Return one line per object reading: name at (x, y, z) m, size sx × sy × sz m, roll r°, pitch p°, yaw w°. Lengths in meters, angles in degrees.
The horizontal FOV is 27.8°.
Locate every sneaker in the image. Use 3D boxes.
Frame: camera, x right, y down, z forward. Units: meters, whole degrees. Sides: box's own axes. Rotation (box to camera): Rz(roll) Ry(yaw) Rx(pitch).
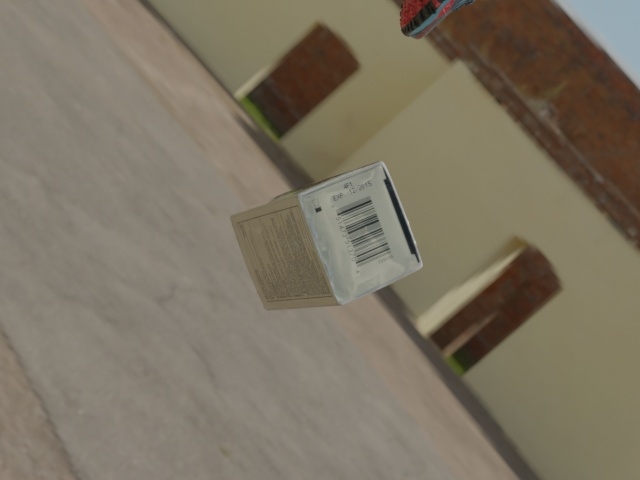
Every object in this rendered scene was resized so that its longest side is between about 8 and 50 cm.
sneaker at (0.220, -0.354, 1.761) m, size 0.125 × 0.262 × 0.104 m, roll 27°, pitch 37°, yaw -31°

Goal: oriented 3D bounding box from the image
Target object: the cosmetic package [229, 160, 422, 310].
cosmetic package at (0.000, 0.000, 1.698) m, size 0.153 × 0.129 × 0.296 m, roll 69°, pitch -21°, yaw -5°
